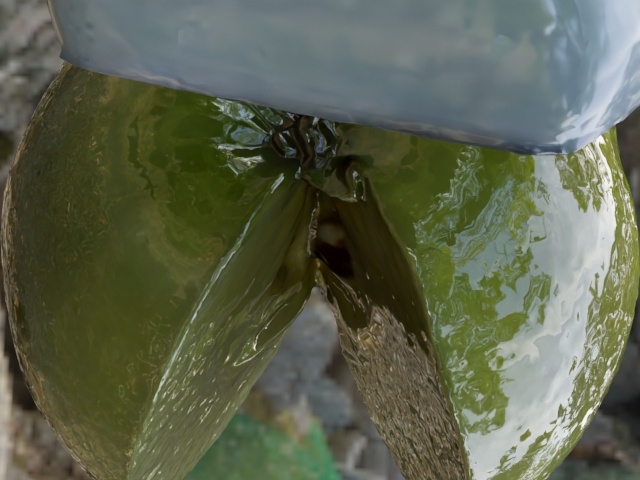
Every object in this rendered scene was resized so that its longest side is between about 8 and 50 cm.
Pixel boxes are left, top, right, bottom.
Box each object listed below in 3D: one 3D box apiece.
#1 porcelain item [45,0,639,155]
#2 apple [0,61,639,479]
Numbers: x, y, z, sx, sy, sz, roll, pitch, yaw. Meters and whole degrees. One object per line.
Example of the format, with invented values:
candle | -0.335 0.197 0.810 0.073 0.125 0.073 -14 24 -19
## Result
porcelain item | 0.026 -0.228 0.364 0.178 0.243 0.405 -65 163 -58
apple | 0.000 0.000 0.819 0.254 0.292 0.292 89 8 -69
